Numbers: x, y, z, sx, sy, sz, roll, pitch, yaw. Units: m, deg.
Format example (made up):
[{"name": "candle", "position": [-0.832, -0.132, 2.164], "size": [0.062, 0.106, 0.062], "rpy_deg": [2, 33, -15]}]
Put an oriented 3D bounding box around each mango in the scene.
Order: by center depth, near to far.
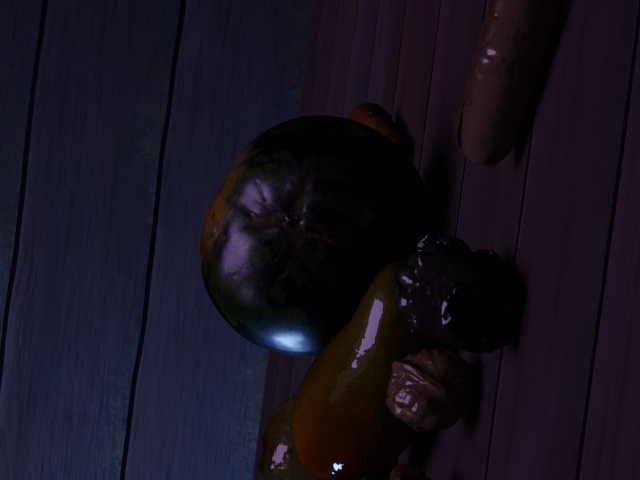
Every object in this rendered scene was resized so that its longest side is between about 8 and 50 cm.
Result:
[{"name": "mango", "position": [0.052, 0.146, 1.770], "size": [0.289, 0.129, 0.146], "rpy_deg": [114, 175, -56]}]

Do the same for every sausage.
[{"name": "sausage", "position": [0.164, -0.184, 1.433], "size": [0.066, 0.066, 0.301], "rpy_deg": [-90, 8, -49]}]

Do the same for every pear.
[{"name": "pear", "position": [-0.006, 0.265, 2.136], "size": [0.167, 0.137, 0.167], "rpy_deg": [-178, 90, -85]}]

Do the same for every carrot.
[{"name": "carrot", "position": [0.079, -0.127, 2.192], "size": [0.209, 0.061, 0.061], "rpy_deg": [-122, 39, -73]}]

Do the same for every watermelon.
[{"name": "watermelon", "position": [-0.005, -0.001, 1.909], "size": [0.269, 0.269, 0.269], "rpy_deg": [-173, 90, -84]}]

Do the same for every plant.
[{"name": "plant", "position": [0.117, 0.046, 1.486], "size": [0.143, 0.092, 0.094], "rpy_deg": [-147, 56, -74]}]

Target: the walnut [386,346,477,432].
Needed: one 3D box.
[{"name": "walnut", "position": [0.100, 0.135, 1.585], "size": [0.079, 0.082, 0.096], "rpy_deg": [-54, 10, -9]}]

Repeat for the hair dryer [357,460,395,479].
[{"name": "hair dryer", "position": [0.043, 0.356, 2.005], "size": [0.219, 0.075, 0.195], "rpy_deg": [92, -168, -71]}]

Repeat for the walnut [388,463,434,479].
[{"name": "walnut", "position": [0.086, 0.289, 1.589], "size": [0.170, 0.069, 0.143], "rpy_deg": [-88, 6, -49]}]
